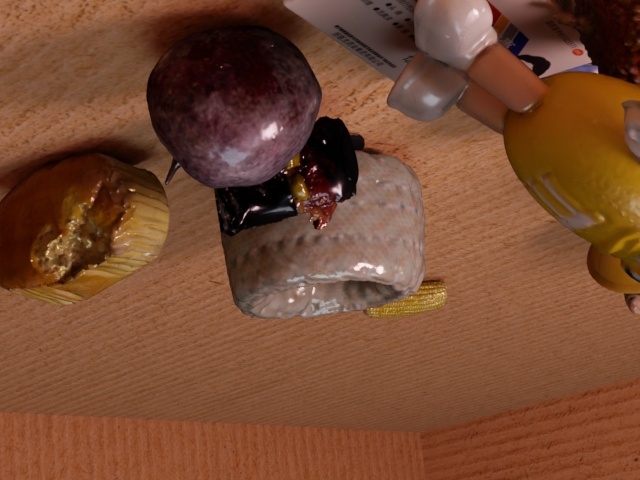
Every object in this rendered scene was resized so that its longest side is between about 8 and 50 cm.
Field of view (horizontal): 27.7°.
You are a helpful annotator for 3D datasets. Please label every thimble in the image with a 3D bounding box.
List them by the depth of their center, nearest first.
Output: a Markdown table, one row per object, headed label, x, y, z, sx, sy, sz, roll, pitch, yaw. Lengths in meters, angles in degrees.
| label | x | y | z | sx | sy | sz | roll | pitch | yaw |
| --- | --- | --- | --- | --- | --- | --- | --- | --- | --- |
| thimble | 0.000 | 0.000 | 1.832 | 0.291 | 0.195 | 0.291 | -4 | 164 | -1 |

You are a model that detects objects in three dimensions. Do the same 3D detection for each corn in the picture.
| label | x | y | z | sx | sy | sz | roll | pitch | yaw |
| --- | --- | --- | --- | --- | --- | --- | --- | --- | --- |
| corn | 0.162 | 0.111 | 2.481 | 0.165 | 0.063 | 0.085 | -7 | 139 | -3 |

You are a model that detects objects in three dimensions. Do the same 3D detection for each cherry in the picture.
| label | x | y | z | sx | sy | sz | roll | pitch | yaw |
| --- | --- | --- | --- | --- | --- | --- | --- | --- | --- |
| cherry | -0.093 | -0.144 | 1.398 | 0.195 | 0.195 | 0.195 | -6 | 163 | -2 |

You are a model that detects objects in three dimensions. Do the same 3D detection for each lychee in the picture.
| label | x | y | z | sx | sy | sz | roll | pitch | yaw |
| --- | --- | --- | --- | --- | --- | --- | --- | --- | --- |
| lychee | 0.326 | -0.221 | 1.304 | 0.197 | 0.165 | 0.165 | -15 | 165 | -12 |

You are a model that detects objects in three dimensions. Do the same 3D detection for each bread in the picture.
| label | x | y | z | sx | sy | sz | roll | pitch | yaw |
| --- | --- | --- | --- | --- | --- | --- | --- | --- | --- |
| bread | -0.330 | -0.015 | 1.717 | 0.250 | 0.179 | 0.133 | -16 | 156 | 30 |

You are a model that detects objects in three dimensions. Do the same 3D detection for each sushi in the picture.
| label | x | y | z | sx | sy | sz | roll | pitch | yaw |
| --- | --- | --- | --- | --- | --- | --- | --- | --- | --- |
| sushi | -0.033 | -0.085 | 1.612 | 0.150 | 0.153 | 0.172 | -16 | 163 | 17 |

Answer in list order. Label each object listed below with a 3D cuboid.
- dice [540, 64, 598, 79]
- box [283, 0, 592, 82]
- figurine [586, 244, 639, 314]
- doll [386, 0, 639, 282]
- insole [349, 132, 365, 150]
| label | x | y | z | sx | sy | sz | roll | pitch | yaw |
| --- | --- | --- | --- | --- | --- | --- | --- | --- | --- |
| dice | 0.322 | -0.136 | 1.610 | 0.146 | 0.143 | 0.146 | -8 | 166 | 2 |
| box | 0.136 | -0.239 | 1.352 | 0.214 | 0.069 | 0.353 | -15 | 162 | 27 |
| figurine | 0.547 | 0.026 | 2.159 | 0.192 | 0.167 | 0.257 | -33 | 155 | 10 |
| doll | 0.252 | -0.102 | 1.241 | 0.423 | 0.161 | 0.348 | 30 | 171 | 33 |
| insole | -0.073 | -0.150 | 1.655 | 0.119 | 0.009 | 0.348 | -19 | 158 | 40 |
